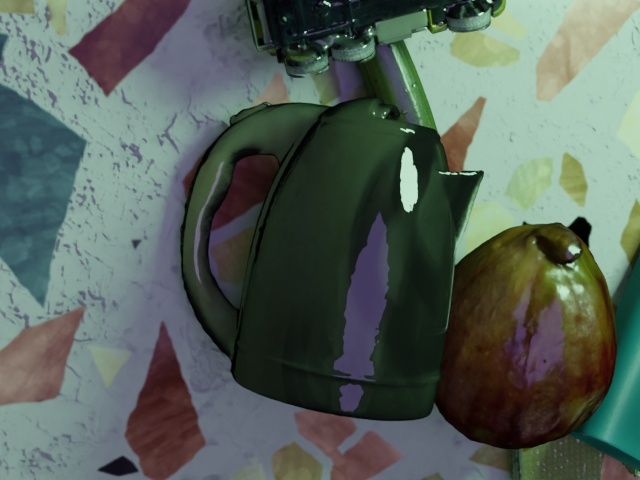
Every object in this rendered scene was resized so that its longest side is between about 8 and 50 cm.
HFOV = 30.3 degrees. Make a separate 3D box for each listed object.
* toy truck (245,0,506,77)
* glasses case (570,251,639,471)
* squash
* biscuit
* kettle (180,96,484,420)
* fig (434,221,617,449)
[{"bbox_3d":[0.049,-0.277,1.265,0.272,0.157,0.124,-16,123,-7],"label":"toy truck"},{"bbox_3d":[0.416,0.124,1.446,0.117,0.070,0.301,28,74,-11],"label":"glasses case"},{"bbox_3d":[0.093,-0.146,1.354,0.066,0.066,0.229,-23,102,-13],"label":"squash"},{"bbox_3d":[0.353,0.234,1.489,0.250,0.046,0.147,-8,99,-16],"label":"biscuit"},{"bbox_3d":[0.000,0.000,1.283,0.321,0.228,0.324,11,93,16],"label":"kettle"},{"bbox_3d":[0.235,0.109,1.357,0.224,0.224,0.263,16,89,-18],"label":"fig"}]
